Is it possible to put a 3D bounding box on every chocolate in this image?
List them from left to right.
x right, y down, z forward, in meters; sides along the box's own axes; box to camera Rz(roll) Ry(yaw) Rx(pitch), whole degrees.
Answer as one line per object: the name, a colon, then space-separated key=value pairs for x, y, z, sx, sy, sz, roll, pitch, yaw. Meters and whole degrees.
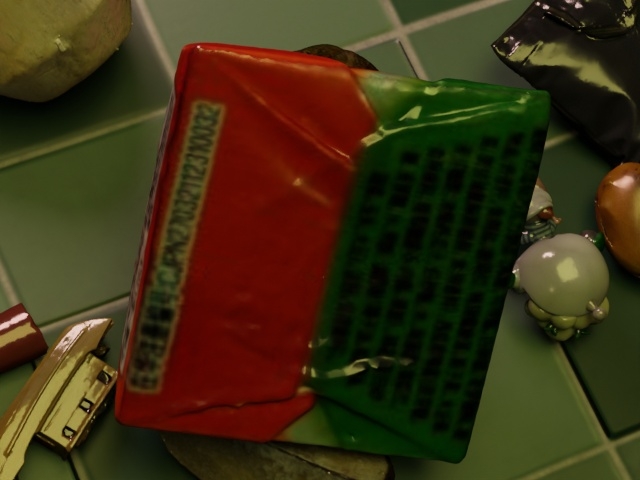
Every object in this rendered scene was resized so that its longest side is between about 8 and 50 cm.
chocolate: x=0.000 y=0.000 z=1.568 sx=0.341 sy=0.161 sz=0.360 roll=8 pitch=104 yaw=-18

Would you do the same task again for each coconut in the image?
coconut: x=-0.310 y=-0.258 z=1.706 sx=0.237 sy=0.237 sz=0.197 roll=9 pitch=35 yaw=-6

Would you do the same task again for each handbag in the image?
handbag: x=0.323 y=-0.222 z=1.867 sx=0.211 sy=0.089 sz=0.254 roll=42 pitch=64 yaw=-3

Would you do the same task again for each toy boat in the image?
toy boat: x=-0.250 y=0.163 z=1.627 sx=0.077 sy=0.057 sz=0.200 roll=34 pitch=66 yaw=-2

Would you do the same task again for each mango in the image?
mango: x=0.326 y=-0.018 z=1.790 sx=0.063 sy=0.077 sz=0.127 roll=-6 pitch=82 yaw=-38

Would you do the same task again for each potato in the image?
potato: x=-0.047 y=0.202 z=1.644 sx=0.261 sy=0.100 sz=0.120 roll=25 pitch=26 yaw=15

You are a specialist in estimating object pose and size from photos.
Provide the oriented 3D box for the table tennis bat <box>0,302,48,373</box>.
table tennis bat: x=-0.451 y=0.170 z=1.593 sx=0.415 sy=0.051 sz=0.268 roll=-27 pitch=76 yaw=-17

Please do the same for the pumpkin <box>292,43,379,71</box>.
pumpkin: x=-0.020 y=-0.081 z=1.719 sx=0.219 sy=0.162 sz=0.219 roll=0 pitch=90 yaw=-24

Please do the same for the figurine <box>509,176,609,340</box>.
figurine: x=0.228 y=0.010 z=1.753 sx=0.147 sy=0.093 sz=0.197 roll=-20 pitch=69 yaw=-25
